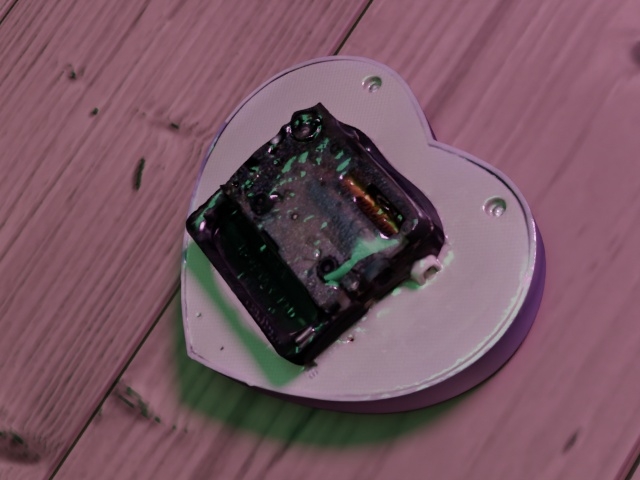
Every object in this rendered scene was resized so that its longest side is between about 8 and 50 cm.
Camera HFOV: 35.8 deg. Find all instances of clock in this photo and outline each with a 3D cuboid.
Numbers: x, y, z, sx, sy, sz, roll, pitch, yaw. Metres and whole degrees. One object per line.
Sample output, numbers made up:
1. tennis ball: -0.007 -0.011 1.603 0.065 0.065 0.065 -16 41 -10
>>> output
1. clock: 0.000 0.000 0.484 0.172 0.064 0.198 -40 58 1
